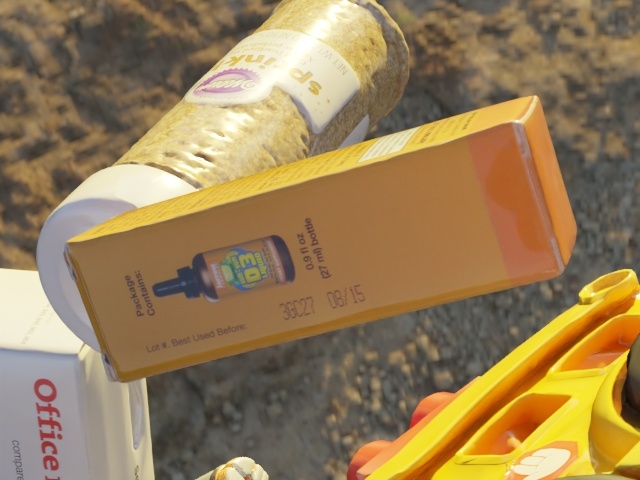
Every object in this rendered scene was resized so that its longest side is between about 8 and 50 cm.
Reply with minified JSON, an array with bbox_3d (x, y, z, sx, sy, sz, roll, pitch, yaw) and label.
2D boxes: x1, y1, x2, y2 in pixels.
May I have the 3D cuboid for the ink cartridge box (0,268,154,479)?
[{"bbox_3d":[-0.274,0.127,1.183,0.273,0.198,0.115,4,27,12],"label":"ink cartridge box"}]

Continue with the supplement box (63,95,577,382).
[{"bbox_3d":[0.000,0.000,0.775,0.233,0.078,0.080,-15,12,16],"label":"supplement box"}]

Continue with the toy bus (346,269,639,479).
[{"bbox_3d":[0.069,0.101,0.451,0.220,0.149,0.211,-36,22,-31],"label":"toy bus"}]

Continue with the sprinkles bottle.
[{"bbox_3d":[-0.053,-0.057,1.094,0.121,0.121,0.355,13,34,19],"label":"sprinkles bottle"}]

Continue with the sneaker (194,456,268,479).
[{"bbox_3d":[-0.059,0.293,1.534,0.083,0.215,0.084,-18,28,24],"label":"sneaker"}]
